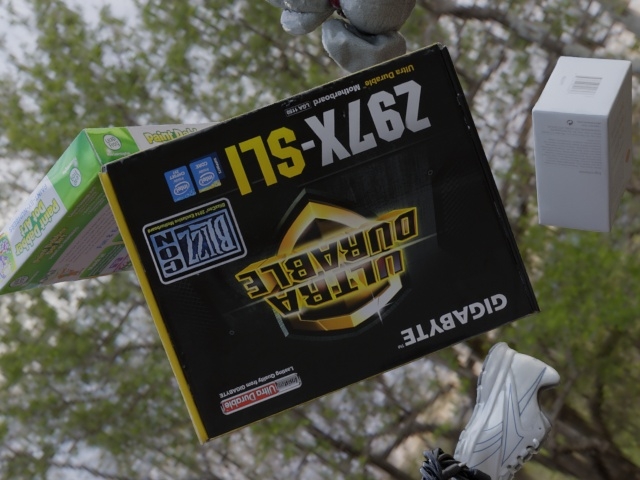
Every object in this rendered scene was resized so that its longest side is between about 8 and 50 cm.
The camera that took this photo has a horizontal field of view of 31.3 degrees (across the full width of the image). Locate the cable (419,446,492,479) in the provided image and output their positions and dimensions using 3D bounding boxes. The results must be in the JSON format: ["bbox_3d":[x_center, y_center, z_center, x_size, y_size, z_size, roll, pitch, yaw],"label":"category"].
[{"bbox_3d":[0.177,0.335,1.398,0.047,0.150,0.184,-34,24,26],"label":"cable"}]

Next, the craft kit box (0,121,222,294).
[{"bbox_3d":[-0.210,-0.037,1.256,0.246,0.061,0.250,-13,-22,-49],"label":"craft kit box"}]

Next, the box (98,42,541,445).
[{"bbox_3d":[0.000,0.000,1.012,0.321,0.257,0.079,-20,2,-5],"label":"box"}]

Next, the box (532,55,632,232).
[{"bbox_3d":[0.322,-0.117,1.392,0.130,0.091,0.171,-56,-35,-44],"label":"box"}]

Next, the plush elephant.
[{"bbox_3d":[0.047,-0.396,1.686,0.330,0.255,0.272,-51,-16,-59],"label":"plush elephant"}]

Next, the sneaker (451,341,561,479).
[{"bbox_3d":[0.282,0.306,1.756,0.111,0.129,0.297,57,-129,-68],"label":"sneaker"}]
